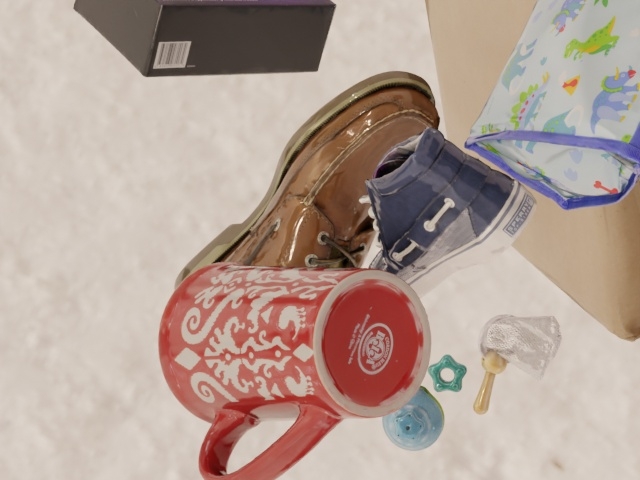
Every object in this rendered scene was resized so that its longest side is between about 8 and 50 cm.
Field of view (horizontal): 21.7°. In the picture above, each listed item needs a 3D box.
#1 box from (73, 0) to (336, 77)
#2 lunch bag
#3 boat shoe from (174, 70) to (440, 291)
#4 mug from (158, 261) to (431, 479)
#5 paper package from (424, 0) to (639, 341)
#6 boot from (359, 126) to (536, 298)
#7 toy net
[{"bbox_3d":[-0.142,-0.288,2.062,0.261,0.103,0.184,-7,34,-38],"label":"box"},{"bbox_3d":[0.164,-0.090,0.908,0.096,0.129,0.151,29,-10,-12],"label":"lunch bag"},{"bbox_3d":[0.000,0.000,1.353,0.111,0.307,0.104,17,37,-34],"label":"boat shoe"},{"bbox_3d":[-0.012,0.084,1.081,0.113,0.169,0.150,-6,90,-36],"label":"mug"},{"bbox_3d":[0.228,-0.136,1.446,0.168,0.325,0.309,-22,33,-15],"label":"paper package"},{"bbox_3d":[0.059,-0.018,1.077,0.086,0.190,0.069,37,62,-10],"label":"boot"},{"bbox_3d":[0.149,0.131,1.787,0.122,0.232,0.045,57,16,0],"label":"toy net"}]
